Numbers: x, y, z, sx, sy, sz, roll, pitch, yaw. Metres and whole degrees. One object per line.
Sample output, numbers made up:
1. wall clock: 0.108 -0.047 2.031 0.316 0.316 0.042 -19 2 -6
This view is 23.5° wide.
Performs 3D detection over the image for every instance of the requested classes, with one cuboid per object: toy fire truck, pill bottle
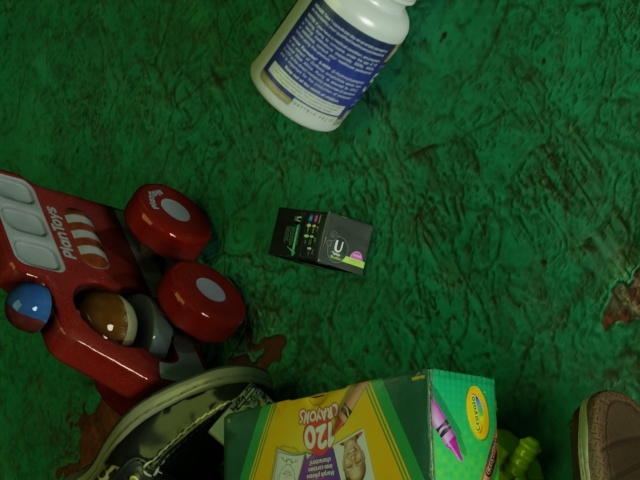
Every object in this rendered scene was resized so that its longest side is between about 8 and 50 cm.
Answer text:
1. toy fire truck: -0.241 0.055 1.650 0.169 0.254 0.302 -52 44 26
2. pill bottle: 0.023 -0.211 1.535 0.187 0.112 0.112 -52 44 26

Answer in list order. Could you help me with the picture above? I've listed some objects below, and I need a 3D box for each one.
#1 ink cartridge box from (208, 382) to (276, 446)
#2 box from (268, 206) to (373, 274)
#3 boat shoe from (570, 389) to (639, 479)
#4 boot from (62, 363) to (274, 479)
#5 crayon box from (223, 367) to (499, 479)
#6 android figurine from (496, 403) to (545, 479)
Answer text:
1. ink cartridge box: -0.045 0.197 1.471 0.063 0.115 0.029 -48 -2 -13
2. box: 0.000 0.000 1.530 0.083 0.062 0.052 6 82 51
3. boat shoe: 0.221 0.245 1.159 0.095 0.095 0.257 -38 51 45
4. boot: -0.149 0.327 1.545 0.377 0.138 0.284 -40 55 23
5. crayon box: 0.029 0.215 1.318 0.278 0.081 0.165 -19 66 47
6. android figurine: 0.105 0.266 1.323 0.248 0.056 0.273 47 116 47
